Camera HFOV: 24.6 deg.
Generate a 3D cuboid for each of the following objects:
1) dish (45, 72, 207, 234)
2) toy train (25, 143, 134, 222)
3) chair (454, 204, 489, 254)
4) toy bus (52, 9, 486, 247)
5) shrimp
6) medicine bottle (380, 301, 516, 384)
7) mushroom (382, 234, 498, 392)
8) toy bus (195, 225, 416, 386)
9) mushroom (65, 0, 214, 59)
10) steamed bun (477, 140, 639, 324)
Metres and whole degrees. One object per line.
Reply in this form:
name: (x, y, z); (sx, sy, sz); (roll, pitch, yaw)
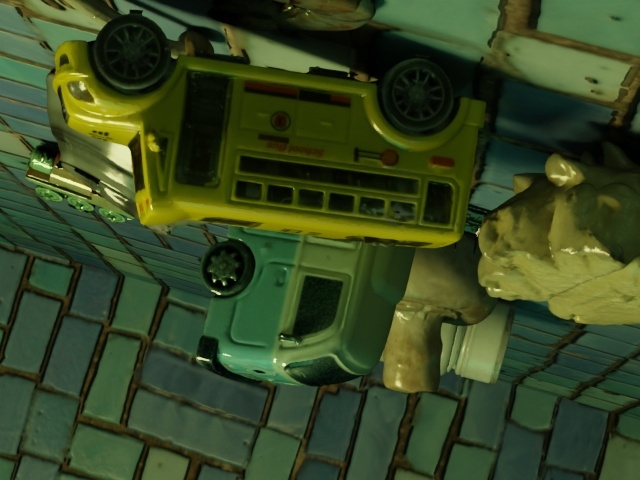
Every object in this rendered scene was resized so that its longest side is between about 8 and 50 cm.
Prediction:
dish: (-0.204, -0.076, 1.590); (0.260, 0.085, 0.260); (30, 173, 4)
toy train: (-0.319, -0.084, 2.001); (0.176, 0.074, 0.118); (21, 161, 0)
chair: (0.167, -0.022, 1.638); (0.037, 0.042, 0.086); (18, -154, -3)
toy bus: (-0.048, -0.078, 1.159); (0.330, 0.152, 0.144); (7, 176, -11)
shrimp: (-0.062, -0.186, 1.051); (0.195, 0.035, 0.148); (20, 173, -29)
medicine bottle: (0.150, 0.123, 2.175); (0.258, 0.143, 0.143); (16, 171, 6)
mushroom: (0.105, 0.064, 1.781); (0.206, 0.209, 0.206); (30, -167, -7)
toy bus: (0.000, 0.000, 1.311); (0.165, 0.271, 0.133); (9, 169, 22)
mushroom: (-0.197, -0.204, 1.163); (0.068, 0.043, 0.306); (-14, 153, 34)
steamed bun: (0.289, 0.001, 1.250); (0.295, 0.137, 0.292); (-1, 161, 43)
